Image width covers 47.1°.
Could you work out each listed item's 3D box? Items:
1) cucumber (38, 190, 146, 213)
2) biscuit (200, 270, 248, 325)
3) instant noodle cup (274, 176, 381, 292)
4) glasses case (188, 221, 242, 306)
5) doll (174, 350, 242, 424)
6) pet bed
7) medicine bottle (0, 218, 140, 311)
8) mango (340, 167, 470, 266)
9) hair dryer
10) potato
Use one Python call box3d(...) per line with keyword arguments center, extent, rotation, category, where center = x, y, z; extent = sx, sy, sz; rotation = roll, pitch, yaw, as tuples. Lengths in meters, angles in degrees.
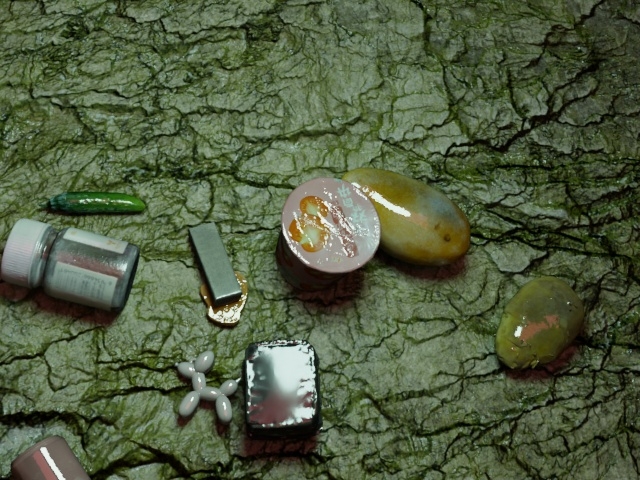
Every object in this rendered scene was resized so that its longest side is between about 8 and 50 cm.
box3d(center=(-0.552, -0.093, 1.784), extent=(0.249, 0.056, 0.056), rotation=(0, 70, -17), category="cucumber")
box3d(center=(-0.238, 0.136, 1.794), extent=(0.118, 0.023, 0.140), rotation=(20, 64, 0), category="biscuit")
box3d(center=(0.000, 0.000, 1.793), extent=(0.242, 0.231, 0.243), rotation=(5, 68, -13), category="instant noodle cup")
box3d(center=(-0.259, 0.057, 1.789), extent=(0.070, 0.047, 0.205), rotation=(-16, 65, -20), category="glasses case")
box3d(center=(-0.265, 0.334, 1.689), extent=(0.160, 0.059, 0.160), rotation=(8, 66, 2), category="doll")
box3d(center=(-0.086, 0.344, 1.690), extent=(0.183, 0.159, 0.211), rotation=(-4, 66, -4), category="pet bed")
box3d(center=(-0.562, 0.054, 1.667), extent=(0.273, 0.165, 0.165), rotation=(16, 67, -7), category="medicine bottle")
box3d(center=(0.211, -0.061, 1.882), extent=(0.383, 0.199, 0.222), rotation=(27, 47, -12), category="mango")
box3d(center=(-0.611, 0.555, 1.438), extent=(0.352, 0.125, 0.210), rotation=(-27, 77, -44), category="hair dryer")
box3d(center=(0.566, 0.217, 1.909), extent=(0.191, 0.141, 0.296), rotation=(45, 68, 8), category="potato")
